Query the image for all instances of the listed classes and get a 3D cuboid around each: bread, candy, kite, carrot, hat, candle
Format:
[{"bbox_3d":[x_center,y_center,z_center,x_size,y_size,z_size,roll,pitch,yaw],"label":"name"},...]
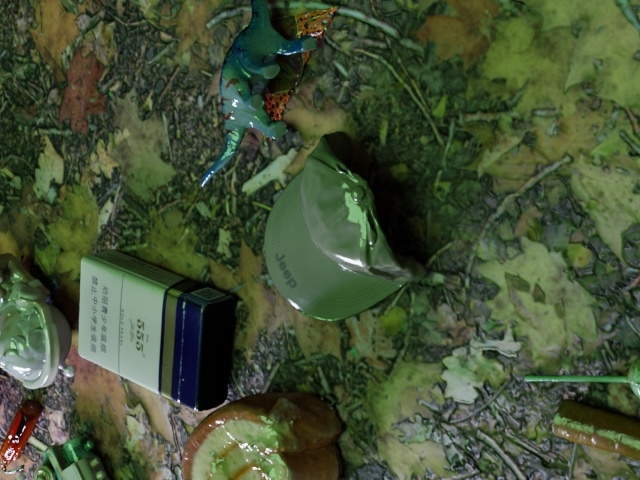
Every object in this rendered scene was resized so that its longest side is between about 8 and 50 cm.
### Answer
[{"bbox_3d":[-0.075,0.297,1.579,0.190,0.123,0.244,47,124,23],"label":"bread"},{"bbox_3d":[0.304,0.152,1.295,0.202,0.061,0.061,-7,95,48],"label":"candy"},{"bbox_3d":[-0.062,-0.241,1.522,0.125,0.008,0.222,45,124,23],"label":"kite"},{"bbox_3d":[0.324,0.209,1.288,0.139,0.048,0.048,13,108,34],"label":"carrot"},{"bbox_3d":[0.000,0.000,1.451,0.244,0.149,0.214,-40,74,26],"label":"hat"},{"bbox_3d":[-0.504,0.332,1.991,0.162,0.048,0.053,-60,29,31],"label":"candle"}]

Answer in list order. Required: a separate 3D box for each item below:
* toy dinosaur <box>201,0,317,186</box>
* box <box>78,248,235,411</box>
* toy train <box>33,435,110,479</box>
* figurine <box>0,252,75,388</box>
[{"bbox_3d":[-0.086,-0.207,1.498,0.144,0.076,0.329,24,111,43],"label":"toy dinosaur"},{"bbox_3d":[-0.239,0.125,1.706,0.259,0.071,0.168,19,111,34],"label":"box"},{"bbox_3d":[-0.372,0.399,1.876,0.125,0.080,0.194,-38,73,27],"label":"toy train"},{"bbox_3d":[-0.475,0.132,1.853,0.237,0.141,0.162,52,131,17],"label":"figurine"}]
